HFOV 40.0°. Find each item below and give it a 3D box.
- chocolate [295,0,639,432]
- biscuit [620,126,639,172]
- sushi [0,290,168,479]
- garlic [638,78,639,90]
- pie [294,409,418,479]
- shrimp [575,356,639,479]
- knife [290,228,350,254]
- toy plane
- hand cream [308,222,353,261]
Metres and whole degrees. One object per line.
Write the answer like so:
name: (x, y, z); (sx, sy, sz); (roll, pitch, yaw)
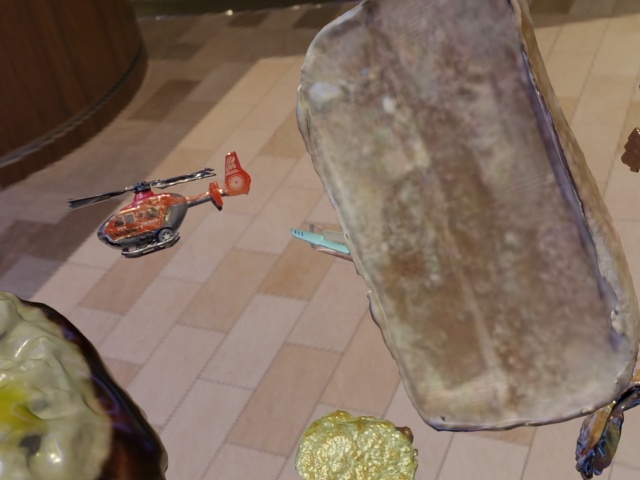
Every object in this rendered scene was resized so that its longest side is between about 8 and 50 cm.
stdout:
chocolate: (0.105, -0.027, 0.593); (0.185, 0.303, 0.100); (-18, 6, 44)
biscuit: (0.636, -0.182, 1.769); (0.016, 0.092, 0.082); (-4, 12, -18)
sushi: (-0.276, 0.191, 0.566); (0.299, 0.294, 0.281); (8, 32, -28)
garlic: (0.370, -0.165, 0.866); (0.074, 0.094, 0.113); (-1, 47, -14)
pie: (0.083, 0.497, 1.969); (0.274, 0.105, 0.257); (16, 43, 1)
shrimp: (0.290, 0.199, 0.719); (0.152, 0.046, 0.219); (-3, 75, -2)
knife: (0.000, 0.000, 0.982); (0.091, 0.005, 0.014); (17, 66, 36)
toy plane: (-0.124, -0.026, 0.706); (0.145, 0.060, 0.037); (-19, -3, -9)
hand cream: (0.079, 0.020, 1.386); (0.210, 0.043, 0.067); (17, 35, -16)
